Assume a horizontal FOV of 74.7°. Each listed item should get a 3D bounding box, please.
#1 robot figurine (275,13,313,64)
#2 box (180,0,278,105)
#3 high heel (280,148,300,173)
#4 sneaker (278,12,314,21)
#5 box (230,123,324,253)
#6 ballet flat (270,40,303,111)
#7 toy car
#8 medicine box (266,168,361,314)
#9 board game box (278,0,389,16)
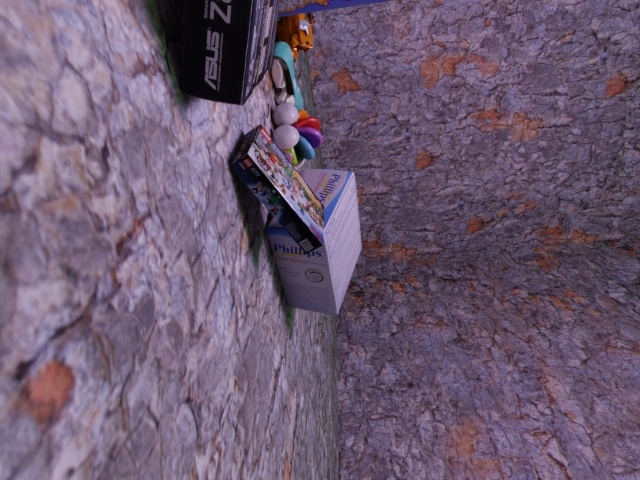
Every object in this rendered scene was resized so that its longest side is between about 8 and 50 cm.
[{"bbox_3d":[-0.098,-0.725,1.321,0.211,0.085,0.291,-4,-84,59],"label":"robot figurine"},{"bbox_3d":[-0.099,-0.427,0.583,0.318,0.097,0.394,-84,-173,-58],"label":"box"},{"bbox_3d":[-0.106,-0.148,1.061,0.117,0.082,0.244,-64,-172,-2],"label":"high heel"},{"bbox_3d":[-0.112,-0.857,1.468,0.146,0.122,0.330,66,5,-51],"label":"sneaker"},{"bbox_3d":[-0.075,-0.104,0.842,0.233,0.044,0.159,51,22,-27],"label":"box"},{"bbox_3d":[-0.113,-0.467,1.271,0.247,0.083,0.087,78,32,-46],"label":"ballet flat"},{"bbox_3d":[-0.062,-0.303,1.224,0.159,0.136,0.182,74,11,-63],"label":"toy car"},{"bbox_3d":[0.000,0.000,1.117,0.263,0.149,0.289,-64,153,-44],"label":"medicine box"},{"bbox_3d":[-0.020,-0.558,0.833,0.078,0.347,0.233,76,10,-60],"label":"board game box"}]
